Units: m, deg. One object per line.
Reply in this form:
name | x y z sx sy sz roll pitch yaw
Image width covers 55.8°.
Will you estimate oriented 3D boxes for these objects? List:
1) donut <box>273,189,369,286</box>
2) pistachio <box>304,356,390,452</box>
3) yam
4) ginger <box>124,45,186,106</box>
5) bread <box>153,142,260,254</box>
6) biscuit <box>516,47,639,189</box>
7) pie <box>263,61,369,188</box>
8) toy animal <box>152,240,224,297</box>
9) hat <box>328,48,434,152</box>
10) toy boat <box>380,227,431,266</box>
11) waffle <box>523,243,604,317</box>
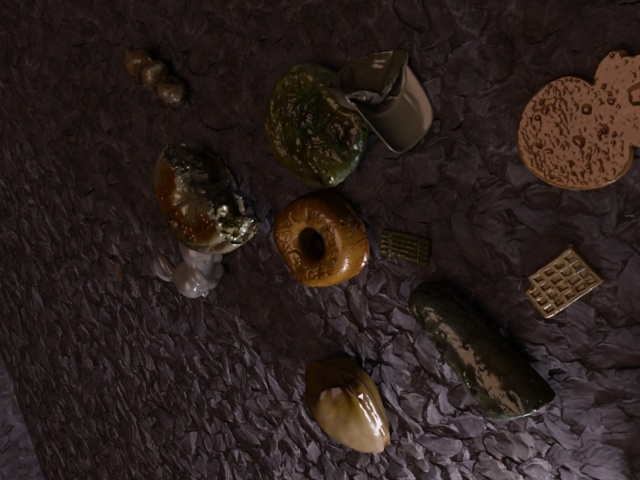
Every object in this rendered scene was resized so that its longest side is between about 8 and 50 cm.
donut | 0.001 -0.002 1.360 0.227 0.114 0.226 12 112 33
pistachio | 0.061 0.399 1.445 0.213 0.163 0.260 9 127 56
yam | 0.302 0.216 1.206 0.330 0.133 0.133 48 128 15
ginger | -0.419 -0.415 1.538 0.204 0.080 0.104 38 139 22
bread | -0.290 -0.078 1.507 0.314 0.171 0.192 45 127 15
biscuit | 0.460 -0.201 0.988 0.289 0.044 0.202 -38 83 38
pie | -0.018 -0.243 1.305 0.277 0.078 0.277 13 113 34
toy animal | -0.344 0.053 1.627 0.178 0.127 0.193 46 129 17
hat | 0.117 -0.264 1.186 0.144 0.166 0.173 30 150 52
toy boat | 0.181 0.014 1.293 0.115 0.016 0.063 15 116 31
waffle | 0.443 0.078 1.121 0.092 0.021 0.135 50 128 9
